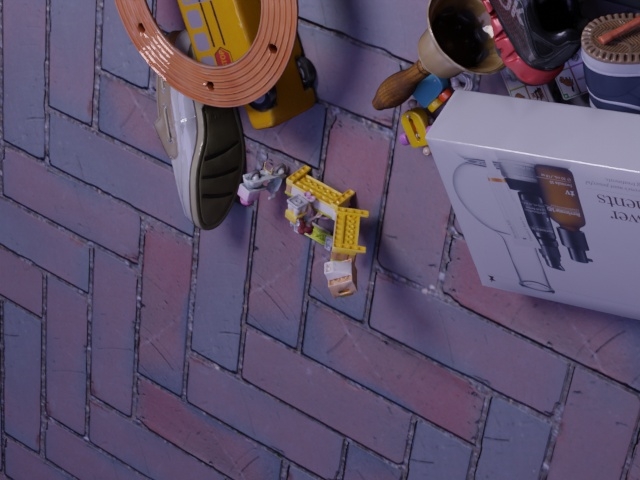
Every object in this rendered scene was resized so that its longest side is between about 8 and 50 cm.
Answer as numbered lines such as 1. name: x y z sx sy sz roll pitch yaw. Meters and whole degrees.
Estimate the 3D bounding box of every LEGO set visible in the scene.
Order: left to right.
1. LEGO set: 0.000 0.000 2.132 0.287 0.132 0.107 49 144 38
2. LEGO set: 0.282 -0.295 1.821 0.182 0.060 0.244 -19 101 31

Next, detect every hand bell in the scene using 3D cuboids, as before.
1. hand bell: 0.130 -0.218 1.878 0.126 0.126 0.242 55 146 1

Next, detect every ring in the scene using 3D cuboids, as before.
1. ring: -0.157 -0.343 1.995 0.337 0.032 0.336 20 124 31

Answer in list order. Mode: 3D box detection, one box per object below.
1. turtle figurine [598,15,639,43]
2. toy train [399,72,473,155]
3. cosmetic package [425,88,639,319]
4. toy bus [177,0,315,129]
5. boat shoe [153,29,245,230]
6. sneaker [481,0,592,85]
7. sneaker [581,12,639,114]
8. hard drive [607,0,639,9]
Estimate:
1. turtle figurine: 0.361 -0.364 1.626 0.269 0.087 0.217 -42 72 19
2. toy train: 0.168 -0.162 1.971 0.125 0.046 0.166 18 126 29
3. cosmetic package: 0.341 -0.030 1.796 0.377 0.097 0.284 12 146 35
4. toy bus: -0.121 -0.324 2.071 0.130 0.108 0.332 -5 110 40
5. boat shoe: -0.187 -0.168 2.217 0.103 0.113 0.302 14 110 35
6. sneaker: 0.225 -0.319 1.733 0.276 0.098 0.135 58 150 -2
7. sneaker: 0.442 -0.178 1.704 0.282 0.099 0.153 7 145 14
8. hard drive: 0.358 -0.321 1.722 0.135 0.022 0.094 19 121 17
